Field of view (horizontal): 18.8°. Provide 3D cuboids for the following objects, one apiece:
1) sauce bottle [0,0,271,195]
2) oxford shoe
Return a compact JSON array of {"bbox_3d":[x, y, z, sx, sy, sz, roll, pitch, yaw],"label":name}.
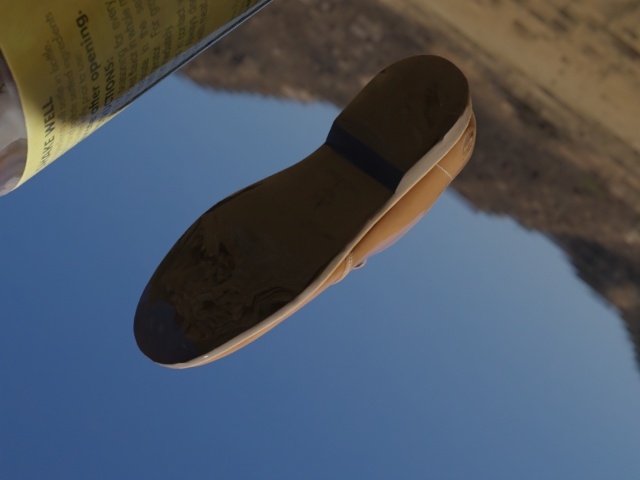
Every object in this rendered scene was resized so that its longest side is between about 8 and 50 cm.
[{"bbox_3d":[-0.112,-0.064,0.564,0.111,0.344,0.111,30,143,26],"label":"sauce bottle"},{"bbox_3d":[0.000,0.000,0.988,0.076,0.212,0.076,49,174,32],"label":"oxford shoe"}]
